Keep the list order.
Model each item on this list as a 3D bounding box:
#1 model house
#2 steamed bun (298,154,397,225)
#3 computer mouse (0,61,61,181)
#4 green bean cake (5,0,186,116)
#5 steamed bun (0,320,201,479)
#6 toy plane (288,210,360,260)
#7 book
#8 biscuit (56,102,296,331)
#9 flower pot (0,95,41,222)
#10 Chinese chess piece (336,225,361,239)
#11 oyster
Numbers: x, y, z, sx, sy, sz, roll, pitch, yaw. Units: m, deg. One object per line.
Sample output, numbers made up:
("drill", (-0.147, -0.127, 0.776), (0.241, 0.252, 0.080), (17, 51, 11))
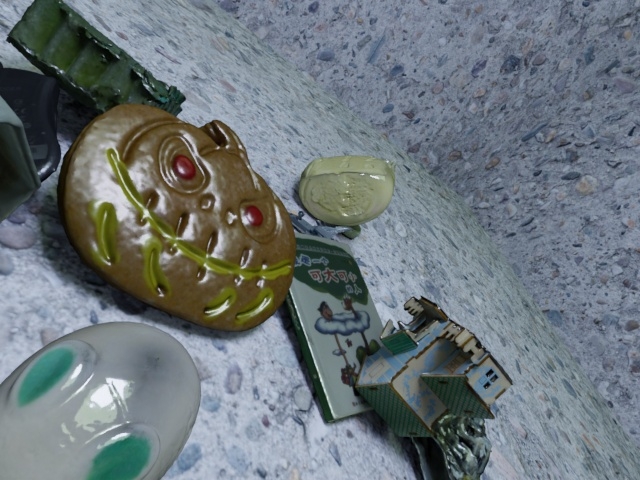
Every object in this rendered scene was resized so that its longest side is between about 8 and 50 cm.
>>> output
("model house", (0.168, 0.230, 0.791), (0.178, 0.206, 0.271), (48, -3, -14))
("steamed bun", (0.082, -0.144, 1.253), (0.273, 0.166, 0.232), (0, 23, 4))
("computer mouse", (-0.435, -0.146, 0.605), (0.147, 0.088, 0.264), (-6, 59, -24))
("green bean cake", (-0.373, -0.285, 0.775), (0.241, 0.132, 0.255), (39, 1, -17))
("steamed bun", (-0.210, 0.166, 0.436), (0.177, 0.131, 0.228), (51, 24, 7))
("toy plane", (0.003, -0.001, 1.098), (0.226, 0.058, 0.226), (46, 41, -1))
("book", (0.036, 0.153, 0.885), (0.260, 0.043, 0.371), (12, 49, -50))
("biscuit", (-0.185, -0.049, 0.693), (0.394, 0.070, 0.350), (29, 57, -38))
("flower pot", (-0.419, -0.093, 0.404), (0.189, 0.239, 0.209), (47, -2, 5))
("Chinese chess piece", (0.081, -0.043, 1.311), (0.084, 0.034, 0.084), (34, 25, -19))
("oyster", (0.265, 0.349, 0.891), (0.351, 0.158, 0.162), (-54, 133, -52))
